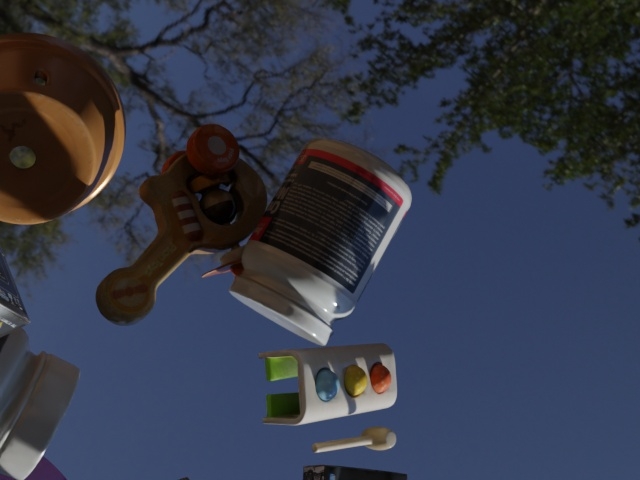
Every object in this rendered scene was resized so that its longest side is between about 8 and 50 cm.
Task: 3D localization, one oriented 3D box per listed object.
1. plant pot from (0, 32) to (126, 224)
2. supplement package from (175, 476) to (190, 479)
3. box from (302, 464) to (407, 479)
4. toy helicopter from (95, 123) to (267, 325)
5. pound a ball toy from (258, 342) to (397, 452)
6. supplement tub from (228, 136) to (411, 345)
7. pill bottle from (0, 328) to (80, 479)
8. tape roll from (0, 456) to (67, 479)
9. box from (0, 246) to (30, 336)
[{"bbox_3d":[-0.439,-0.149,1.201,0.291,0.291,0.203,-53,-155,10],"label":"plant pot"},{"bbox_3d":[-0.167,0.283,0.554,0.139,0.244,0.134,43,-68,25],"label":"supplement package"},{"bbox_3d":[0.070,0.624,1.625,0.076,0.242,0.308,-20,-120,46],"label":"box"},{"bbox_3d":[-0.202,0.005,1.236,0.140,0.235,0.355,-30,-161,52],"label":"toy helicopter"},{"bbox_3d":[0.043,0.295,1.460,0.135,0.319,0.208,-10,-100,39],"label":"pound a ball toy"},{"bbox_3d":[0.000,0.000,1.212,0.191,0.191,0.272,16,-108,50],"label":"supplement tub"},{"bbox_3d":[-0.525,0.170,1.069,0.204,0.361,0.204,-50,-160,26],"label":"pill bottle"},{"bbox_3d":[-0.514,0.513,1.427,0.274,0.090,0.275,17,-60,33],"label":"tape roll"},{"bbox_3d":[-0.349,-0.018,0.698,0.056,0.231,0.183,-26,-106,-8],"label":"box"}]
